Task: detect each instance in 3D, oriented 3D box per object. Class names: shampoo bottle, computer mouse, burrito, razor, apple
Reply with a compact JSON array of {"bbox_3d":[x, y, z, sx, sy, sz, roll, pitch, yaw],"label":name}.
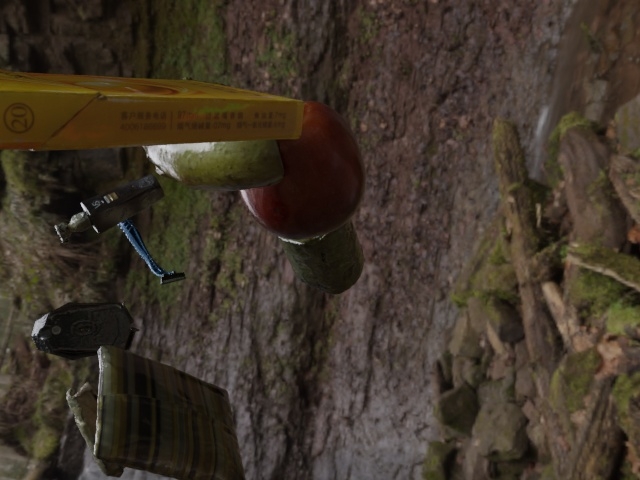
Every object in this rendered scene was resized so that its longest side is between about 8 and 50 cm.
[{"bbox_3d":[-0.404,-0.059,1.181,0.057,0.208,0.063,41,151,41],"label":"shampoo bottle"},{"bbox_3d":[-0.520,0.201,1.369,0.071,0.231,0.126,-24,73,46],"label":"computer mouse"},{"bbox_3d":[-0.350,0.305,0.985,0.058,0.045,0.188,-35,-60,-39],"label":"burrito"},{"bbox_3d":[-0.445,0.018,1.545,0.042,0.253,0.082,-50,-17,27],"label":"razor"},{"bbox_3d":[-0.033,-0.115,1.021,0.218,0.218,0.201,-75,-25,-51],"label":"apple"}]

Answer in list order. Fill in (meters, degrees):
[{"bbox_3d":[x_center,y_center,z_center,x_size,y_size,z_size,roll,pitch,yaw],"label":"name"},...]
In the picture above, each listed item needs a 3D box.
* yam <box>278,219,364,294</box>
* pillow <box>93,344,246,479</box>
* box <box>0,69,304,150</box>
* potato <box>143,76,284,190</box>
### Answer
[{"bbox_3d":[0.000,0.000,1.535,0.300,0.195,0.195,69,-152,-57],"label":"yam"},{"bbox_3d":[-0.195,0.235,0.813,0.052,0.212,0.208,-53,30,11],"label":"pillow"},{"bbox_3d":[-0.155,-0.105,0.483,0.269,0.152,0.043,-14,-64,-49],"label":"box"},{"bbox_3d":[-0.145,-0.141,0.863,0.176,0.298,0.141,-35,-47,-23],"label":"potato"}]
